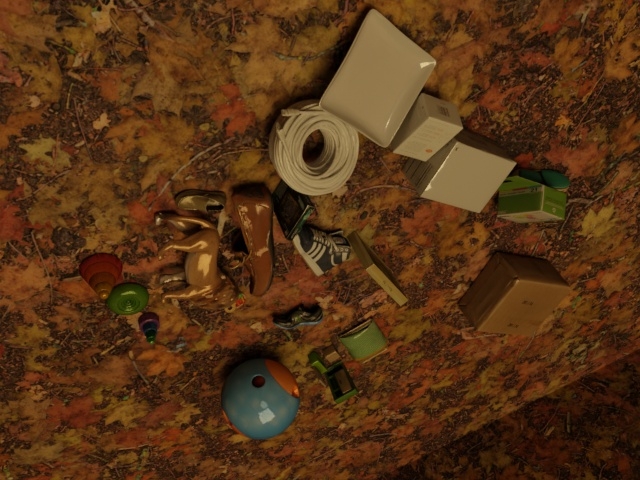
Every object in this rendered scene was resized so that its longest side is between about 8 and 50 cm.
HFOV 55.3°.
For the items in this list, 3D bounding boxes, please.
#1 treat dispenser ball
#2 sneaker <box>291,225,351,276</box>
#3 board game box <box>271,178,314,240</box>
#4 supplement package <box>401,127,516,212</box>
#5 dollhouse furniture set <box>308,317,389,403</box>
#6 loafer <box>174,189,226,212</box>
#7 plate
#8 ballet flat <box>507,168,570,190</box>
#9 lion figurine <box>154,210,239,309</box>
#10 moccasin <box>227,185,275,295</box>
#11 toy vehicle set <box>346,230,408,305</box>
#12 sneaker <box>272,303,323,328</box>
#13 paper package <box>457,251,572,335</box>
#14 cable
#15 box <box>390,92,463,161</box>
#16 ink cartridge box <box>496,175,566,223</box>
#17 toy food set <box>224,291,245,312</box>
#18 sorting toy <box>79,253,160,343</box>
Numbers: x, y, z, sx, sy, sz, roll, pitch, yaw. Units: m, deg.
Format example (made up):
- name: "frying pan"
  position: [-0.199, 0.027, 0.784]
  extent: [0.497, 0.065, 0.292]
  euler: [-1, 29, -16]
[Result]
- name: "treat dispenser ball"
  position: [-0.218, 0.574, 2.223]
  extent: [0.288, 0.288, 0.288]
  euler: [-13, 134, -14]
- name: "sneaker"
  position: [0.000, 0.000, 1.933]
  extent: [0.153, 0.099, 0.282]
  euler: [-26, 142, 6]
- name: "board game box"
  position: [-0.085, -0.105, 1.740]
  extent: [0.026, 0.186, 0.126]
  euler: [15, 123, -34]
- name: "supplement package"
  position: [0.426, -0.227, 1.891]
  extent: [0.261, 0.145, 0.204]
  euler: [12, 124, -32]
- name: "dollhouse furniture set"
  position: [0.134, 0.469, 2.382]
  extent: [0.301, 0.151, 0.197]
  euler: [-31, 135, 4]
- name: "loafer"
  position: [-0.334, -0.109, 1.720]
  extent: [0.148, 0.050, 0.056]
  euler: [-6, 132, -20]
- name: "plate"
  position: [0.147, -0.421, 1.618]
  extent: [0.277, 0.045, 0.278]
  euler: [23, 101, -40]
- name: "ballet flat"
  position: [0.751, -0.202, 2.118]
  extent: [0.248, 0.086, 0.086]
  euler: [6, 127, -26]
- name: "lion figurine"
  position: [-0.355, 0.062, 1.799]
  extent: [0.240, 0.142, 0.392]
  euler: [-5, 133, -15]
- name: "moccasin"
  position: [-0.211, 0.015, 1.829]
  extent: [0.146, 0.139, 0.380]
  euler: [-7, 135, -10]
- name: "toy vehicle set"
  position: [0.195, 0.097, 2.063]
  extent: [0.035, 0.166, 0.267]
  euler: [-36, 134, 9]
- name: "sneaker"
  position: [-0.082, 0.267, 2.175]
  extent: [0.188, 0.067, 0.078]
  euler: [-8, 111, -15]
- name: "paper package"
  position: [0.770, 0.220, 2.435]
  extent: [0.324, 0.168, 0.309]
  euler: [8, 127, -30]
- name: "cable"
  position: [-0.016, -0.251, 1.653]
  extent: [0.257, 0.089, 0.257]
  euler: [-18, 116, -28]
- name: "box"
  position: [0.296, -0.320, 1.747]
  extent: [0.130, 0.091, 0.170]
  euler: [10, 147, -31]
- name: "ink cartridge box"
  position: [0.665, -0.133, 2.048]
  extent: [0.255, 0.188, 0.097]
  euler: [12, 81, -32]
- name: "toy food set"
  position: [-0.291, 0.203, 2.043]
  extent: [0.083, 0.020, 0.083]
  euler: [-22, 135, -4]
- name: "sorting toy"
  position: [-0.586, 0.198, 1.833]
  extent: [0.127, 0.126, 0.366]
  euler: [-26, 135, -1]
